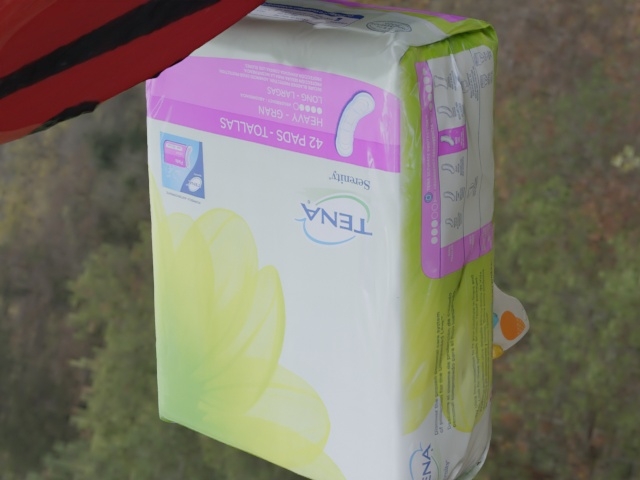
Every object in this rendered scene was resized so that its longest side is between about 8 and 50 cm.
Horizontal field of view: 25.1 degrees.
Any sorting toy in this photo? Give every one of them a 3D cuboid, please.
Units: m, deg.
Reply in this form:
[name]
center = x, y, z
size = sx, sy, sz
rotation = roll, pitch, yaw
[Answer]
[sorting toy]
center = 0.098, 0.046, 1.033
size = 0.045, 0.083, 0.075
rotation = -57, -47, -52

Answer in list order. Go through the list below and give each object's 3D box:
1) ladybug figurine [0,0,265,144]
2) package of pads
[ladybug figurine]
center = -0.129, -0.168, 0.706
size = 0.449, 0.162, 0.305
rotation = -34, -11, -30
[package of pads]
center = 0.000, 0.000, 0.887
size = 0.101, 0.229, 0.296
rotation = -21, -62, -44
